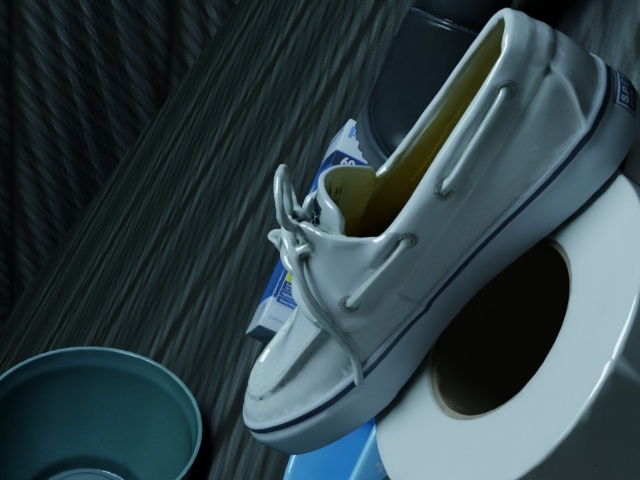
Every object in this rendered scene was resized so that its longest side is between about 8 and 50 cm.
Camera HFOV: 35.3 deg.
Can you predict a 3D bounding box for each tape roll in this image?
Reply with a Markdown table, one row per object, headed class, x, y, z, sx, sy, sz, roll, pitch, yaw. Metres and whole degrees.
| class | x | y | z | sx | sy | sz | roll | pitch | yaw |
| --- | --- | --- | --- | --- | --- | --- | --- | --- | --- |
| tape roll | 0.175 | 0.092 | 0.662 | 0.246 | 0.169 | 0.246 | -47 | 24 | 28 |

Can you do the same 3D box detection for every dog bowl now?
| class | x | y | z | sx | sy | sz | roll | pitch | yaw |
| --- | --- | --- | --- | --- | --- | --- | --- | --- | --- |
| dog bowl | 0.058 | 0.164 | 0.958 | 0.297 | 0.074 | 0.166 | -64 | 22 | -10 |

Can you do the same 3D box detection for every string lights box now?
| class | x | y | z | sx | sy | sz | roll | pitch | yaw |
| --- | --- | --- | --- | --- | --- | --- | --- | --- | --- |
| string lights box | 0.032 | 0.012 | 1.122 | 0.259 | 0.133 | 0.077 | -67 | 9 | -19 |

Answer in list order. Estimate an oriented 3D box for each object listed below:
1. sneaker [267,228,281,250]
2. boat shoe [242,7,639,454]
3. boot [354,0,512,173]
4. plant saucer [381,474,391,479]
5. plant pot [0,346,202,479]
| class | x | y | z | sx | sy | sz | roll | pitch | yaw |
| --- | --- | --- | --- | --- | --- | --- | --- | --- | --- |
| sneaker | 0.000 | 0.000 | 1.278 | 0.212 | 0.094 | 0.080 | -19 | 43 | 59 |
| boat shoe | 0.027 | -0.004 | 0.666 | 0.367 | 0.156 | 0.136 | -47 | 24 | 28 |
| boot | 0.187 | -0.296 | 1.037 | 0.367 | 0.146 | 0.445 | -89 | 21 | -53 |
| plant saucer | 0.007 | 0.320 | 0.726 | 0.317 | 0.044 | 0.317 | -63 | 0 | 1 |
| plant pot | -0.317 | 0.314 | 1.363 | 0.293 | 0.293 | 0.196 | -90 | 10 | -53 |
